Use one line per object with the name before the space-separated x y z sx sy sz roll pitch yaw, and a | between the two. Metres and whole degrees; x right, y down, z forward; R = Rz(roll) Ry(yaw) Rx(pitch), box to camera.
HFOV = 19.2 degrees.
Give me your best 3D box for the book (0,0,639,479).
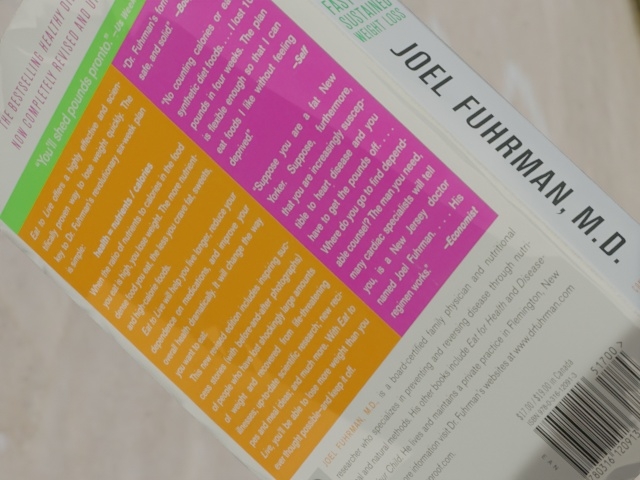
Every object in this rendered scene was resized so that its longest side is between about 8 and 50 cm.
book | 0.000 0.000 0.357 0.144 0.096 0.035 45 45 10
